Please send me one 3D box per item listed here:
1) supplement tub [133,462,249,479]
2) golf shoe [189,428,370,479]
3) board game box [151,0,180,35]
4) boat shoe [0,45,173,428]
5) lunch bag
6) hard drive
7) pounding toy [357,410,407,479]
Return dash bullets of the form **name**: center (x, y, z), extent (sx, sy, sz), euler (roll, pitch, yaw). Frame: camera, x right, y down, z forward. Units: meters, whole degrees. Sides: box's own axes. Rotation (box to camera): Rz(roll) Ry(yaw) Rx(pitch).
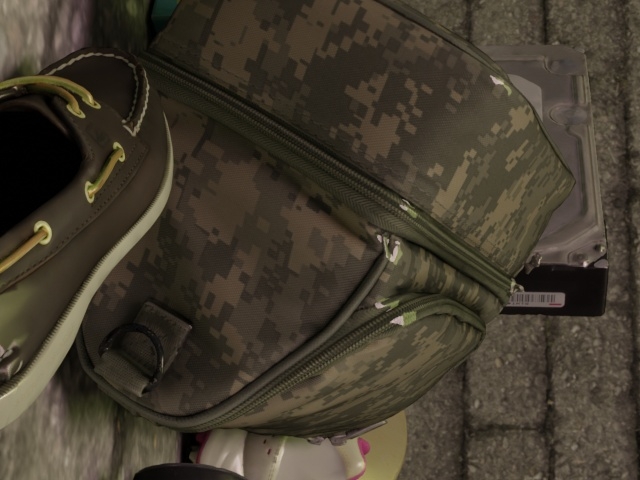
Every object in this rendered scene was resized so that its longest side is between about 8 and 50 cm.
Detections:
- **supplement tub**: center (-0.077, 0.222, 0.628), extent (0.106, 0.106, 0.198), euler (76, 16, -59)
- **golf shoe**: center (-0.023, 0.270, 0.899), extent (0.115, 0.140, 0.306), euler (-73, 162, -70)
- **board game box**: center (-0.045, -0.150, 0.971), extent (0.336, 0.079, 0.254), euler (78, 14, -54)
- **boat shoe**: center (-0.112, -0.024, 0.474), extent (0.228, 0.081, 0.069), euler (-76, 168, -52)
- **lunch bag**: center (0.000, 0.000, 0.724), extent (0.256, 0.212, 0.305), euler (-57, 160, 2)
- **hard drive**: center (0.128, -0.068, 1.066), extent (0.339, 0.236, 0.064), euler (-78, 167, -51)
- **pounding toy**: center (-0.012, 0.182, 1.037), extent (0.183, 0.110, 0.237), euler (-31, 86, -47)
